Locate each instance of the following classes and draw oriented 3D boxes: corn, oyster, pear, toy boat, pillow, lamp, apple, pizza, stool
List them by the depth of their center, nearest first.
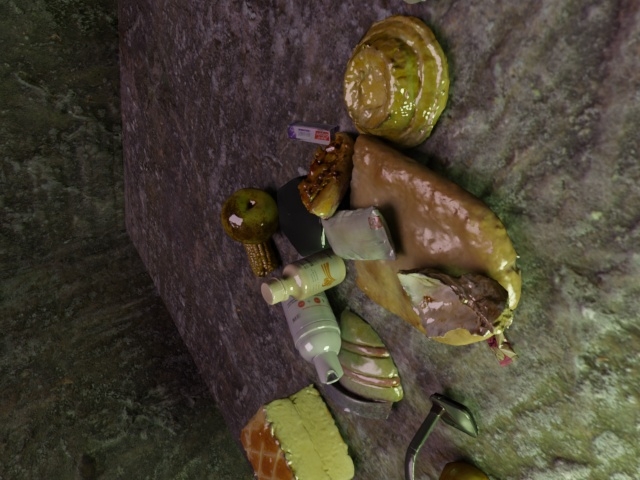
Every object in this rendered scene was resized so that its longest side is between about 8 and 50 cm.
[{"bbox_3d":[0.255,0.112,0.837,0.232,0.107,0.162,8,135,54],"label":"oyster"},{"bbox_3d":[0.080,-0.014,0.995,0.229,0.051,0.128,-1,117,59],"label":"pillow"},{"bbox_3d":[0.292,0.520,1.017,0.203,0.283,0.124,7,150,50],"label":"lamp"},{"bbox_3d":[0.015,-0.165,1.064,0.085,0.305,0.161,37,133,-25],"label":"pizza"},{"bbox_3d":[0.344,0.630,1.087,0.163,0.147,0.146,16,118,52],"label":"apple"},{"bbox_3d":[-0.013,-0.076,1.241,0.232,0.141,0.232,28,127,44],"label":"stool"},{"bbox_3d":[0.122,0.395,1.327,0.276,0.111,0.294,33,121,33],"label":"toy boat"},{"bbox_3d":[-0.238,-0.076,1.513,0.197,0.197,0.197,29,128,44],"label":"pear"},{"bbox_3d":[-0.247,-0.016,1.637,0.102,0.102,0.313,-35,76,55],"label":"corn"}]

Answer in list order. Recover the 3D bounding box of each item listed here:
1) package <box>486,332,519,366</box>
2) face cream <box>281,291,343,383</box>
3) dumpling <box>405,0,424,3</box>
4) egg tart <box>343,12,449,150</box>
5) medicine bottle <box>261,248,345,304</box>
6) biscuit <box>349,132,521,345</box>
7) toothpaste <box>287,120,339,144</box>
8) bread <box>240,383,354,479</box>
[{"bbox_3d":[0.381,0.221,0.939,0.083,0.029,0.059,67,153,25],"label":"package"},{"bbox_3d":[-0.017,0.273,1.324,0.145,0.145,0.370,109,149,-43],"label":"face cream"},{"bbox_3d":[0.195,-0.500,0.782,0.176,0.092,0.150,34,129,43],"label":"dumpling"},{"bbox_3d":[0.133,-0.327,0.941,0.290,0.115,0.290,27,125,46],"label":"egg tart"},{"bbox_3d":[-0.051,0.112,1.287,0.114,0.252,0.114,30,130,44],"label":"medicine bottle"},{"bbox_3d":[0.216,0.043,0.981,0.446,0.104,0.429,38,140,32],"label":"biscuit"},{"bbox_3d":[-0.024,-0.301,1.236,0.196,0.040,0.047,23,126,47],"label":"toothpaste"},{"bbox_3d":[-0.092,0.795,1.663,0.371,0.279,0.390,55,143,24],"label":"bread"}]
